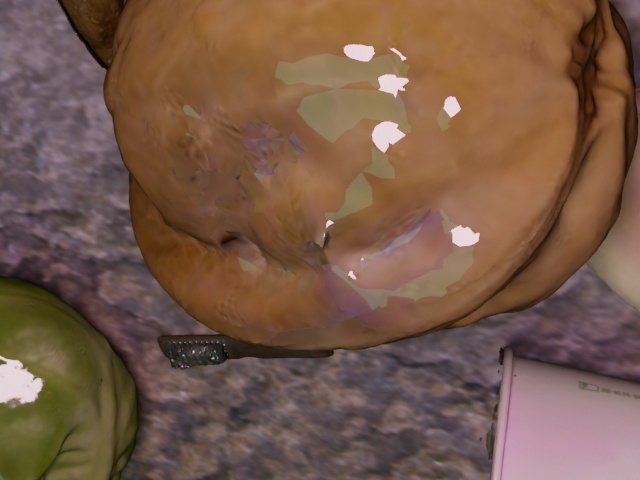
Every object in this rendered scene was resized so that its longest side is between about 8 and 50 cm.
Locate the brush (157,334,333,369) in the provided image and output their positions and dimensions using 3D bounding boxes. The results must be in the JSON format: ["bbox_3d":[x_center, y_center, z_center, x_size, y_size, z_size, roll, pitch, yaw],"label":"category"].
[{"bbox_3d":[-0.080,0.111,1.282,0.190,0.027,0.034,-3,125,22],"label":"brush"}]

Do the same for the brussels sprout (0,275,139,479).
[{"bbox_3d":[-0.351,0.182,1.306,0.328,0.247,0.328,11,125,16],"label":"brussels sprout"}]

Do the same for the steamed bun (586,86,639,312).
[{"bbox_3d":[0.298,0.000,0.969,0.238,0.153,0.170,30,129,-5],"label":"steamed bun"}]

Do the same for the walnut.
[{"bbox_3d":[0.036,-0.091,0.896,0.383,0.383,0.384,11,128,14],"label":"walnut"}]

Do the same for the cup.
[{"bbox_3d":[0.272,0.231,1.110,0.274,0.253,0.253,6,127,7],"label":"cup"}]

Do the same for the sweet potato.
[{"bbox_3d":[-0.233,-0.238,1.064,0.233,0.062,0.081,43,144,-17],"label":"sweet potato"}]
